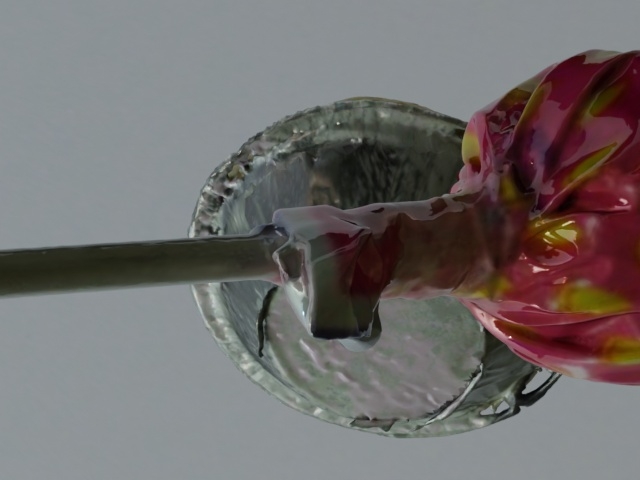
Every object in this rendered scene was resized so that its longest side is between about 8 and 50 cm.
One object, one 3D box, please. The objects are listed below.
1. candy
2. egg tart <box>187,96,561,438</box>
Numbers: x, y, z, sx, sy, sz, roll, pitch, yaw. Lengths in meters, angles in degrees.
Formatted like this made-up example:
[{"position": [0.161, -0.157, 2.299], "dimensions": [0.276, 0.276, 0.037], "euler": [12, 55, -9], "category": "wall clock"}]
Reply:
[{"position": [0.000, 0.000, 0.581], "dimensions": [0.365, 0.124, 0.124], "euler": [-3, -79, -31], "category": "candy"}, {"position": [0.034, 0.030, 1.038], "dimensions": [0.234, 0.094, 0.234], "euler": [6, -55, 9], "category": "egg tart"}]
